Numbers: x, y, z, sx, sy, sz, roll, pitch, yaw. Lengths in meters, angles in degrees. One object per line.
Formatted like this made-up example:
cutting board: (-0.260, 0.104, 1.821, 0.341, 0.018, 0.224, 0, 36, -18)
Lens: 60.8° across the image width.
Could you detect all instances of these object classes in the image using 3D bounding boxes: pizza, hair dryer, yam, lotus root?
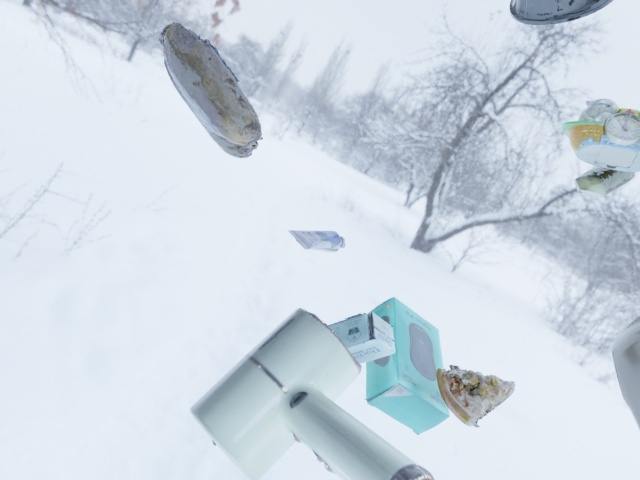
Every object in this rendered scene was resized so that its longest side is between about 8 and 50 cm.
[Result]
pizza: (0.388, 0.362, 1.320, 0.196, 0.052, 0.185, -5, 35, -13)
hair dryer: (0.005, 0.217, 0.619, 0.362, 0.203, 0.128, 18, -36, 57)
yam: (0.607, -0.130, 1.166, 0.147, 0.069, 0.070, -27, 41, -21)
lotus root: (-0.246, -0.307, 1.113, 0.078, 0.167, 0.329, -30, 76, -37)

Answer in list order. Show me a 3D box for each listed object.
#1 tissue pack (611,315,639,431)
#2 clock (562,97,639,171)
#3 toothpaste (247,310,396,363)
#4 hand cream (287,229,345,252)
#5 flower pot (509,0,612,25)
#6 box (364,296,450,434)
tissue pack: (0.620, 0.168, 0.707, 0.388, 0.276, 0.267, 0, 58, -19)
clock: (0.609, -0.217, 1.096, 0.231, 0.144, 0.103, 15, -24, 16)
toothpaste: (-0.005, 0.226, 1.104, 0.089, 0.313, 0.070, 40, 36, -41)
hand cream: (0.000, 0.000, 1.282, 0.142, 0.053, 0.084, 7, 26, -42)
flower pot: (0.590, -0.665, 1.327, 0.269, 0.269, 0.166, 40, -14, 45)
box: (0.232, 0.332, 1.483, 0.205, 0.118, 0.311, 35, 34, -21)
